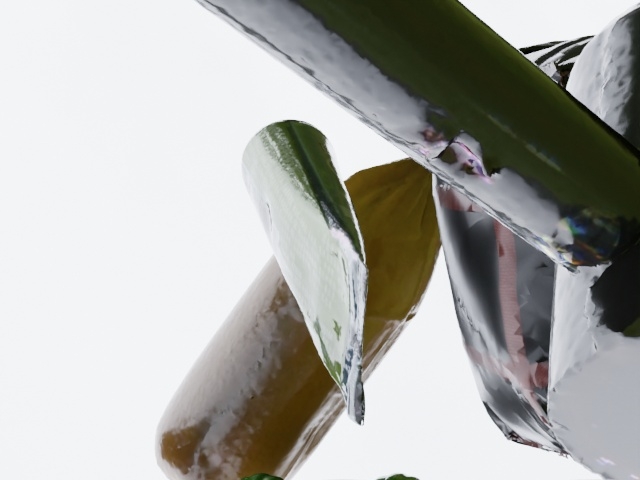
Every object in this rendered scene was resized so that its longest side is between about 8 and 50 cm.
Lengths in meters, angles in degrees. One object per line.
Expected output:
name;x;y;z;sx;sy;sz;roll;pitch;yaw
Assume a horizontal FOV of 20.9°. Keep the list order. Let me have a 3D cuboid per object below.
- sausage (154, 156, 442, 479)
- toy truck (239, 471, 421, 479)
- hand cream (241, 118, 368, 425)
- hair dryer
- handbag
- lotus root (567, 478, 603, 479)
sausage;-0.005;0.061;1.250;0.112;0.328;0.112;32;-163;-11
toy truck;0.008;0.257;1.185;0.187;0.148;0.210;-74;-28;-42
hand cream;0.000;0.000;0.911;0.055;0.086;0.235;-5;-153;-10
hair dryer;0.021;-0.044;0.361;0.248;0.070;0.114;34;-134;-25
handbag;0.142;0.009;0.825;0.169;0.155;0.215;-147;46;-78
lotus root;0.147;0.219;0.977;0.154;0.257;0.140;29;-137;0
